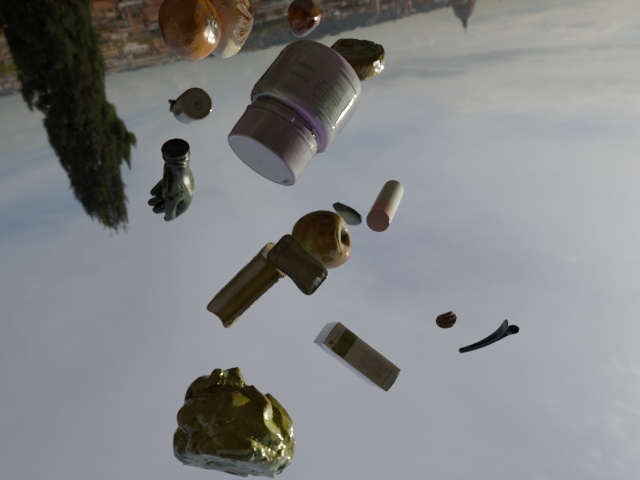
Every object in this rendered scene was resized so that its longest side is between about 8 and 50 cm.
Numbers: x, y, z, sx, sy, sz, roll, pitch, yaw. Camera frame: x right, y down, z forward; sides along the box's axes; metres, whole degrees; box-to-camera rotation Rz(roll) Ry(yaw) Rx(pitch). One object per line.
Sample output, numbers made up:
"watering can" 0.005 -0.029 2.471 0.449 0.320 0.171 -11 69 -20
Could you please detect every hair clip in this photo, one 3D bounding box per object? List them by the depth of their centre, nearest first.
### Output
"hair clip" 0.588 0.352 1.823 0.229 0.070 0.039 -42 -148 33

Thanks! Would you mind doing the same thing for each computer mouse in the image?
"computer mouse" 0.114 -0.114 2.355 0.068 0.113 0.229 -49 -155 -5

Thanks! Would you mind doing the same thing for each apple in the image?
"apple" 0.000 0.000 2.112 0.227 0.246 0.246 -9 -159 24

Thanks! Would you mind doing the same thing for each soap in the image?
"soap" -0.281 0.177 2.136 0.335 0.156 0.293 -44 -174 14

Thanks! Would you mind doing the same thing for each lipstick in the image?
"lipstick" 0.247 -0.136 1.948 0.087 0.087 0.326 -3 -156 19

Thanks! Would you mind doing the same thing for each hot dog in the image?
"hot dog" 0.463 0.290 1.892 0.084 0.058 0.035 -17 -174 -18

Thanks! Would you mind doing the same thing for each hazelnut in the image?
"hazelnut" -0.077 -0.929 2.155 0.151 0.150 0.150 -10 -158 4

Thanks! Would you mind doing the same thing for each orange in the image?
"orange" -0.420 -0.707 1.692 0.170 0.223 0.224 4 -154 20

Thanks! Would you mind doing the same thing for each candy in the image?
"candy" 0.150 -0.768 2.191 0.260 0.117 0.259 -4 -136 4

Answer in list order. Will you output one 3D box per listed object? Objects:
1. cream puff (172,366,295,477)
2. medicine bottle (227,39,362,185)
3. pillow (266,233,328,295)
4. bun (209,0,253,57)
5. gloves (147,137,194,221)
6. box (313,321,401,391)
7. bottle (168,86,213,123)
"cream puff" -0.247 0.506 1.475 0.379 0.378 0.275 -3 -126 21
"medicine bottle" -0.065 -0.310 1.281 0.241 0.241 0.301 15 -114 48
"pillow" -0.077 0.084 1.811 0.130 0.217 0.033 -50 -172 -15
"bun" -0.333 -0.837 1.938 0.165 0.298 0.299 -1 -161 -15
"gloves" -0.382 -0.146 1.352 0.107 0.268 0.135 11 -132 -21
"box" 0.135 0.438 1.963 0.106 0.300 0.200 -54 -177 -15
"bottle" -0.412 -0.413 1.607 0.110 0.097 0.209 19 177 -27
